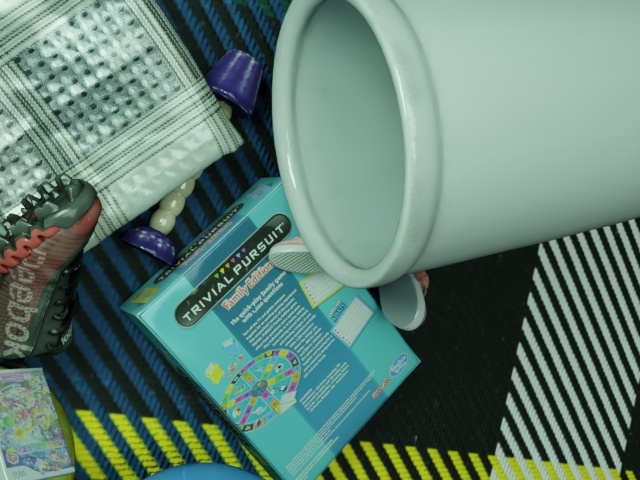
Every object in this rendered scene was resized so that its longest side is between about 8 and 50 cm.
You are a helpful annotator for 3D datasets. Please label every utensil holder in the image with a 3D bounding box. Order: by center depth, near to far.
[{"bbox_3d":[0.182,-0.137,0.918,0.386,0.328,0.327,-10,99,-23],"label":"utensil holder"}]

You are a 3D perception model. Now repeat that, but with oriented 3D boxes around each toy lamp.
[{"bbox_3d":[-0.152,-0.107,0.986,0.080,0.080,0.274,32,79,-27],"label":"toy lamp"}]

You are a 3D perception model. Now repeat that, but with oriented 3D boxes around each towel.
[{"bbox_3d":[-0.296,-0.146,0.867,0.324,0.056,0.312,-33,110,-4],"label":"towel"}]

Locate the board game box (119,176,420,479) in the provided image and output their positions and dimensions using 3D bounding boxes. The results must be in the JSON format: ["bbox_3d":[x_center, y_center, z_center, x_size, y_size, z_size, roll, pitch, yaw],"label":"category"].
[{"bbox_3d":[-0.053,0.125,1.056,0.254,0.079,0.336,-44,113,-20],"label":"board game box"}]

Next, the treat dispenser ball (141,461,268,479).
[{"bbox_3d":[-0.138,0.400,0.914,0.288,0.288,0.288,-2,95,-29],"label":"treat dispenser ball"}]

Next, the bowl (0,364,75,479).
[{"bbox_3d":[-0.389,0.262,0.839,0.290,0.156,0.289,-2,94,-29],"label":"bowl"}]

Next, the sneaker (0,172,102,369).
[{"bbox_3d":[-0.290,0.044,0.830,0.135,0.097,0.276,39,120,-18],"label":"sneaker"}]

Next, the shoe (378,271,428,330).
[{"bbox_3d":[0.121,0.068,1.102,0.081,0.178,0.063,29,110,-31],"label":"shoe"}]

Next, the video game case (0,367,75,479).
[{"bbox_3d":[-0.308,0.191,0.836,0.087,0.011,0.122,11,51,-60],"label":"video game case"}]

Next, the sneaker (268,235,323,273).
[{"bbox_3d":[0.000,0.000,1.009,0.134,0.051,0.070,-1,56,-9],"label":"sneaker"}]
